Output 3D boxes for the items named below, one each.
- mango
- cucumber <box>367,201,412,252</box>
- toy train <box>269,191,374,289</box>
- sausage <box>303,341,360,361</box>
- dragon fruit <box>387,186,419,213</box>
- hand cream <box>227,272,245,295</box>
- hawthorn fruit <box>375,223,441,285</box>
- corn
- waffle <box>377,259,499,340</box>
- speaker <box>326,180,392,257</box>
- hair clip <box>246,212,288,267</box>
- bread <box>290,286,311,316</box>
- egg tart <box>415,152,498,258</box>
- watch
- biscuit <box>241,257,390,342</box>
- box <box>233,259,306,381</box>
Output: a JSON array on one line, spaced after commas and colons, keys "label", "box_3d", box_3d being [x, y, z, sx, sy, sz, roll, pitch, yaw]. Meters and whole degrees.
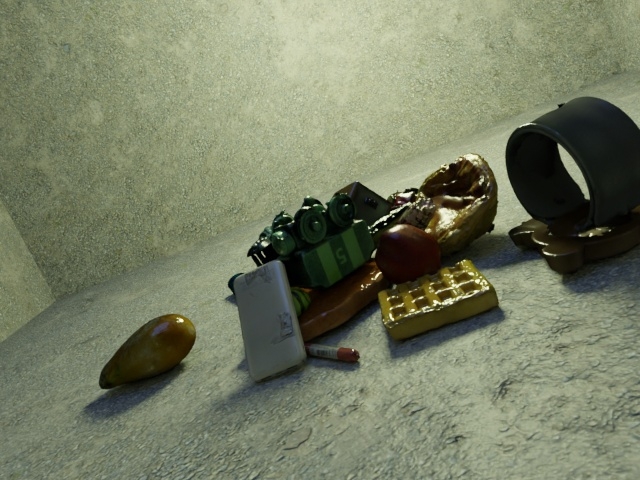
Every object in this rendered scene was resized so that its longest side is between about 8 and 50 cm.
[{"label": "mango", "box_3d": [-0.497, 0.325, 1.582, 0.316, 0.146, 0.193, -36, 11, 6]}, {"label": "cucumber", "box_3d": [0.199, -0.048, 1.689, 0.062, 0.078, 0.211, 28, 51, 35]}, {"label": "toy train", "box_3d": [0.000, 0.000, 1.523, 0.299, 0.238, 0.167, -29, 14, -36]}, {"label": "sausage", "box_3d": [0.014, 0.250, 1.242, 0.029, 0.029, 0.223, -32, 16, -35]}, {"label": "dragon fruit", "box_3d": [0.283, -0.089, 1.854, 0.182, 0.188, 0.182, 18, 13, -4]}, {"label": "hand cream", "box_3d": [-0.259, 0.173, 1.982, 0.120, 0.061, 0.270, -29, 19, -19]}, {"label": "hawthorn fruit", "box_3d": [0.239, 0.043, 1.421, 0.188, 0.169, 0.169, 24, 34, 21]}, {"label": "corn", "box_3d": [0.235, -0.016, 1.557, 0.092, 0.092, 0.280, -33, -21, -39]}, {"label": "waffle", "box_3d": [0.258, 0.133, 1.253, 0.248, 0.055, 0.221, -20, 13, 7]}, {"label": "speaker", "box_3d": [0.097, -0.041, 1.769, 0.192, 0.153, 0.231, -18, 45, 64]}, {"label": "hair clip", "box_3d": [-0.160, 0.021, 2.194, 0.206, 0.194, 0.310, -32, 12, 14]}, {"label": "bread", "box_3d": [-0.097, 0.163, 1.407, 0.139, 0.071, 0.130, -10, 14, 41]}, {"label": "egg tart", "box_3d": [0.391, -0.078, 1.584, 0.351, 0.153, 0.339, -44, 26, 46]}, {"label": "watch", "box_3d": [0.552, -0.136, 1.236, 0.314, 0.327, 0.335, -25, 12, -10]}, {"label": "biscuit", "box_3d": [-0.007, 0.170, 1.511, 0.455, 0.078, 0.350, -27, 11, -23]}, {"label": "box", "box_3d": [-0.126, 0.186, 1.321, 0.142, 0.044, 0.285, -24, 56, 11]}]
